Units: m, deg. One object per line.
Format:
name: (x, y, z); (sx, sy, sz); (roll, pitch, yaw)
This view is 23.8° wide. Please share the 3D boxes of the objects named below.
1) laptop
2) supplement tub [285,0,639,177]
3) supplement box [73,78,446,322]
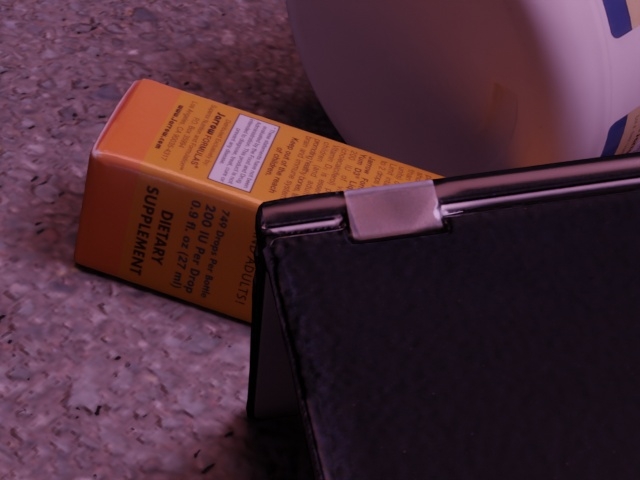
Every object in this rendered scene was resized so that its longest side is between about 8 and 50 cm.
laptop: (0.181, 0.088, 0.510); (0.381, 0.408, 0.236); (-7, 71, -6)
supplement tub: (0.160, -0.170, 0.875); (0.316, 0.228, 0.228); (-31, 57, -31)
supplement box: (0.000, 0.000, 0.765); (0.233, 0.078, 0.080); (17, 37, 1)
